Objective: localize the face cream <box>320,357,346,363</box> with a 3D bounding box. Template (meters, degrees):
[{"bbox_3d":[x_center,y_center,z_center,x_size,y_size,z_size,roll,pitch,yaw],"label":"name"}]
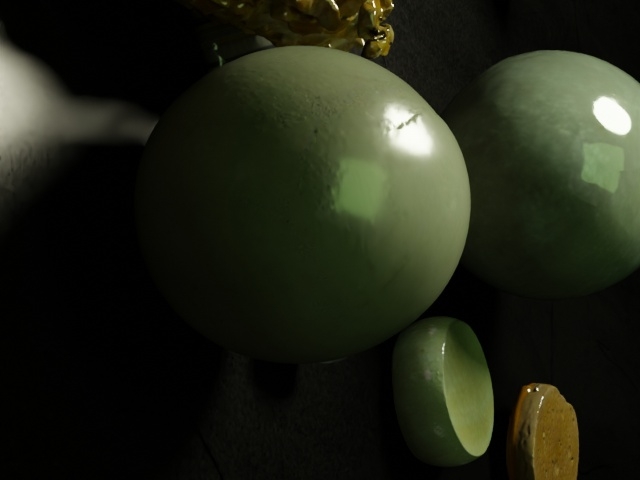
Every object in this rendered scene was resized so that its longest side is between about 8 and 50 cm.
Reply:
[{"bbox_3d":[0.000,0.000,1.104,0.084,0.057,0.198,44,41,-49],"label":"face cream"}]

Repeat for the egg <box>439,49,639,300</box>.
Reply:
[{"bbox_3d":[0.241,-0.067,1.375,0.352,0.258,0.258,-25,102,-65],"label":"egg"}]

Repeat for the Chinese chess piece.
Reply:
[{"bbox_3d":[0.116,0.144,1.270,0.144,0.058,0.144,34,51,-56],"label":"Chinese chess piece"}]

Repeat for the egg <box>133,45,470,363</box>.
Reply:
[{"bbox_3d":[-0.011,-0.024,0.915,0.269,0.219,0.219,-12,91,-68],"label":"egg"}]

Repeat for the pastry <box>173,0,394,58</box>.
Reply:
[{"bbox_3d":[-0.034,-0.196,0.952,0.250,0.154,0.102,13,92,-40],"label":"pastry"}]

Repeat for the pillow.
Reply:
[{"bbox_3d":[-0.082,-0.210,1.047,0.113,0.038,0.203,-31,107,-56],"label":"pillow"}]

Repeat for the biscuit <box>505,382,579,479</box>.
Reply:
[{"bbox_3d":[0.241,0.245,1.483,0.170,0.050,0.170,7,82,-61],"label":"biscuit"}]
